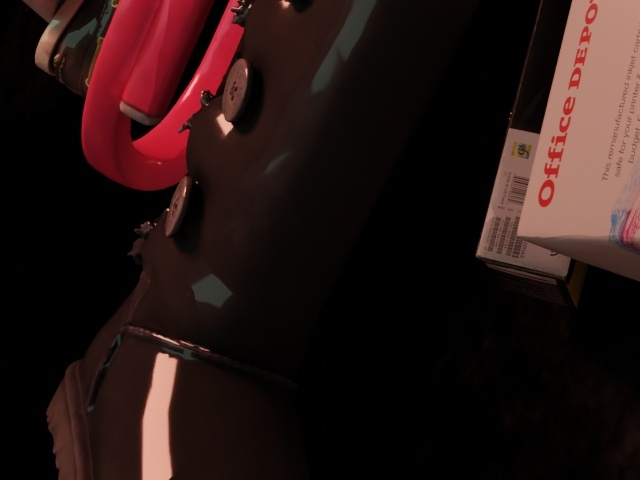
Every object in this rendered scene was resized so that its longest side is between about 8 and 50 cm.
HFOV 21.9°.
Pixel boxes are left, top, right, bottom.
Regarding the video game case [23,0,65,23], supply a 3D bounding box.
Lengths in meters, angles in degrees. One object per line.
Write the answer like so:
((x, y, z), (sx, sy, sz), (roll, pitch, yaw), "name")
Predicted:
((-0.200, -0.274, 1.434), (0.201, 0.023, 0.183), (44, -114, -83), "video game case")

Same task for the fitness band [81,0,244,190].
((-0.066, -0.164, 1.121), (0.291, 0.054, 0.209), (-63, -13, 15), "fitness band")

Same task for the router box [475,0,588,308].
((0.122, -0.064, 0.794), (0.133, 0.046, 0.179), (34, -110, -77), "router box")

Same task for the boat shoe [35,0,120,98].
((-0.152, -0.223, 1.404), (0.227, 0.069, 0.081), (-56, -12, 11), "boat shoe")

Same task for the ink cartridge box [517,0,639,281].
((0.188, -0.042, 0.658), (0.176, 0.127, 0.128), (5, 79, 60), "ink cartridge box")

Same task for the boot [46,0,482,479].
((-0.001, -0.001, 0.969), (0.445, 0.146, 0.367), (-60, 33, 12), "boot")
